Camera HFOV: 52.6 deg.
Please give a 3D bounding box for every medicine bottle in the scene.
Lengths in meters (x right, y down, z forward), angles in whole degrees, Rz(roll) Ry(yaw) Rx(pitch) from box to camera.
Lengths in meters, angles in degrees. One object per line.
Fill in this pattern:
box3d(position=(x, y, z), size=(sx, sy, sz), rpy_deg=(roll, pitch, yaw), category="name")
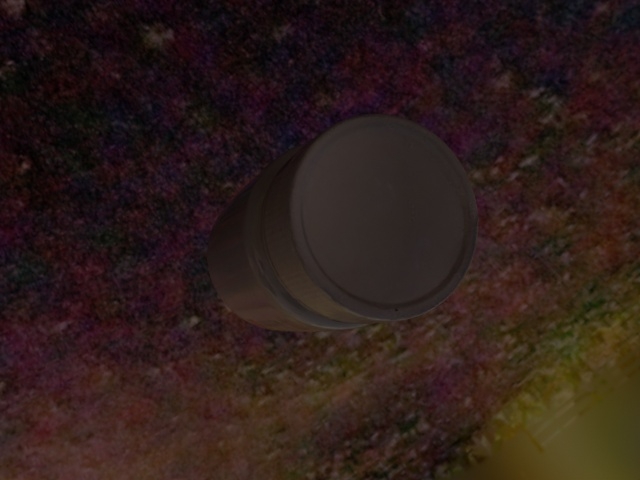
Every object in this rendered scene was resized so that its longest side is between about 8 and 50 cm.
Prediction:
box3d(position=(0.000, 0.000, 0.751), size=(0.211, 0.211, 0.371), rpy_deg=(-26, -178, -21), category="medicine bottle")
